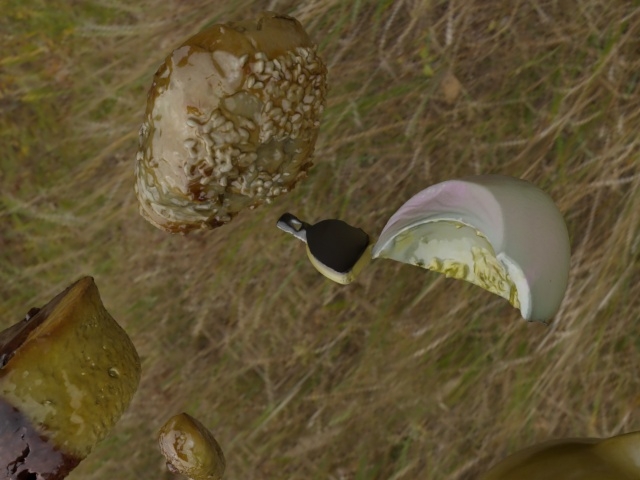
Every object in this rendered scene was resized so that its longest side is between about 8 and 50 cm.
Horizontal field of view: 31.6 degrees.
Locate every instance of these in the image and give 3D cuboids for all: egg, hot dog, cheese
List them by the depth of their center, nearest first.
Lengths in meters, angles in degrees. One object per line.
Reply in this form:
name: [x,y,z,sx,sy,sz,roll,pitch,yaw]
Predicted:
hot dog: [-0.116,0.195,1.023,0.066,0.047,0.215,52,171,7]
egg: [0.225,-0.012,1.504,0.271,0.206,0.161,27,106,36]
cheese: [0.000,0.000,1.650,0.162,0.086,0.036,28,167,31]

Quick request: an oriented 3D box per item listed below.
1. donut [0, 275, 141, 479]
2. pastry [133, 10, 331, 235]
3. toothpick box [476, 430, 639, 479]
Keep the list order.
donut: [-0.142,0.078,0.508,0.140,0.140,0.059,-26,111,45]
pastry: [-0.098,-0.122,1.328,0.162,0.255,0.311,46,155,11]
toothpick box: [0.298,0.416,1.164,0.409,0.425,0.409,20,164,6]
